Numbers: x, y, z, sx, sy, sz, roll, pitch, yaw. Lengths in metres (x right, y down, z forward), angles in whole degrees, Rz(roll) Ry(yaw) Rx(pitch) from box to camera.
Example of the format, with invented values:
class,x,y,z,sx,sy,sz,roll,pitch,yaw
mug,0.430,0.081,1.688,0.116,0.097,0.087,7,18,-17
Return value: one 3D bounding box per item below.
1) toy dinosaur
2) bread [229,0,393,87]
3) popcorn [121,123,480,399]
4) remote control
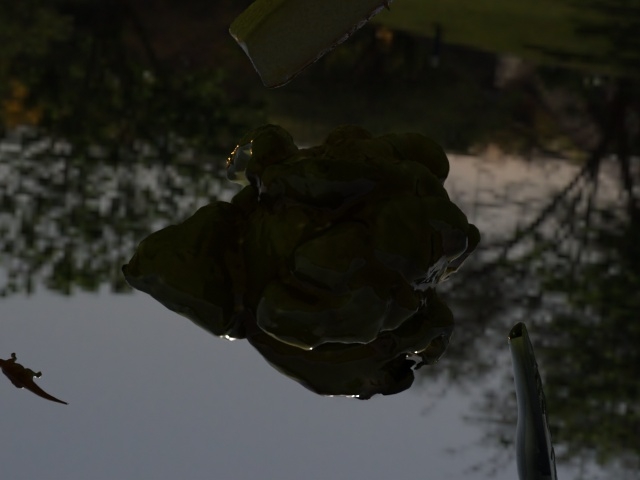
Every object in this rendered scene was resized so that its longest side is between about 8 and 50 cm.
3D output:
class,x,y,z,sx,sy,sz,roll,pitch,yaw
toy dinosaur,-0.330,0.155,1.763,0.113,0.026,0.041,31,-173,1
bread,0.006,-0.221,1.432,0.188,0.068,0.125,-39,-164,2
popcorn,-0.004,-0.006,1.645,0.321,0.290,0.326,27,-150,-41
remote control,0.241,0.216,1.793,0.045,0.256,0.097,-7,-167,6
